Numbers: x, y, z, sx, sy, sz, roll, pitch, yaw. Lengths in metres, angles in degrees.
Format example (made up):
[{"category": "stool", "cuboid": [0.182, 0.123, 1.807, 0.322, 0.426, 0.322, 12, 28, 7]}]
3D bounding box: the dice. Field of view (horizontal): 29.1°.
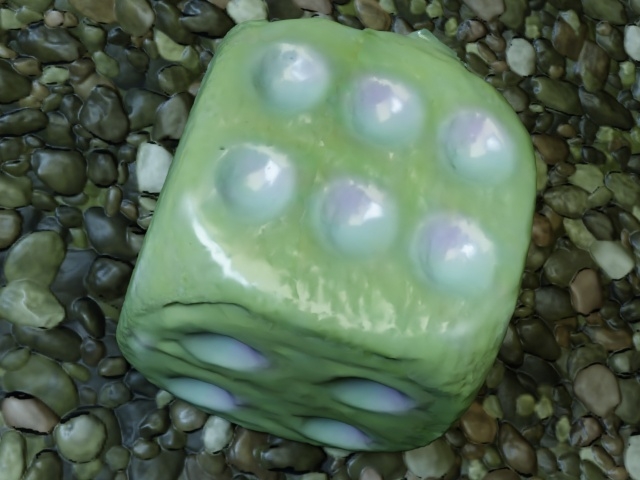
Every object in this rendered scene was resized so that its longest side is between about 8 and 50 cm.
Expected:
[{"category": "dice", "cuboid": [0.000, 0.000, 0.919, 0.252, 0.250, 0.254, 18, 62, -9]}]
